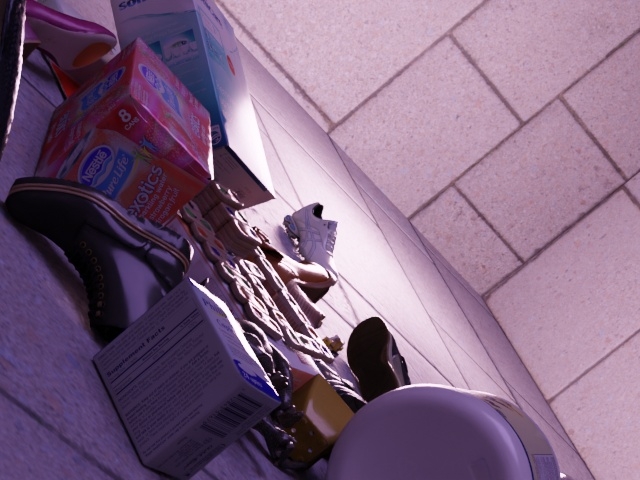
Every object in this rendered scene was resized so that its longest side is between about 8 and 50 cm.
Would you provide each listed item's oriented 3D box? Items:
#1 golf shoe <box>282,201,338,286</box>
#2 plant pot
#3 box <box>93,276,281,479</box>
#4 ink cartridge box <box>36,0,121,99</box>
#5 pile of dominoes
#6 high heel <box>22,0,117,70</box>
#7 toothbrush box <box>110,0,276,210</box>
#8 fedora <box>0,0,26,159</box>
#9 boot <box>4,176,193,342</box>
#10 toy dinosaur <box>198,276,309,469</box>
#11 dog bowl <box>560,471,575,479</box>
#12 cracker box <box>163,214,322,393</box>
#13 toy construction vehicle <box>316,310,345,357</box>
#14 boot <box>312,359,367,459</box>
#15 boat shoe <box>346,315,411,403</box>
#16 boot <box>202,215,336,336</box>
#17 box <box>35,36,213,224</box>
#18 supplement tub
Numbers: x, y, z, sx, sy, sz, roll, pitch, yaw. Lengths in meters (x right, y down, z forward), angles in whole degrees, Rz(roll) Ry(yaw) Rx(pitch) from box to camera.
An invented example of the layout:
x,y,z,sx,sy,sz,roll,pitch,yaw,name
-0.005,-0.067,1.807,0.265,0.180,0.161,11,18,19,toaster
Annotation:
x,y,z,sx,sy,sz,roll,pitch,yaw,name
0.000,0.000,2.689,0.069,0.086,0.176,42,14,-52,golf shoe
-0.014,0.219,1.775,0.081,0.081,0.083,50,18,-2,plant pot
-0.125,0.130,1.421,0.072,0.126,0.137,37,17,-52,box
-0.289,-0.207,2.194,0.275,0.060,0.239,41,12,-46,ink cartridge box
-0.077,0.031,1.889,0.251,0.040,0.196,54,12,26,pile of dominoes
-0.365,-0.288,1.998,0.117,0.082,0.244,56,31,12,high heel
-0.180,-0.203,2.146,0.216,0.126,0.296,50,23,-65,toothbrush box
-0.352,-0.161,1.243,0.152,0.334,0.334,9,31,-28,fedora
-0.232,0.026,1.518,0.197,0.077,0.137,21,52,-10,boot
-0.078,0.140,1.641,0.313,0.121,0.160,39,21,-41,toy dinosaur
0.350,0.469,2.059,0.349,0.102,0.349,60,-11,19,dog bowl
-0.106,0.088,1.870,0.232,0.067,0.155,55,11,24,cracker box
0.003,0.134,2.321,0.086,0.035,0.098,53,9,18,toy construction vehicle
0.016,0.215,1.977,0.161,0.083,0.246,50,0,35,boot
0.097,0.207,2.377,0.073,0.080,0.223,51,13,-31,boat shoe
-0.095,0.028,2.125,0.220,0.109,0.283,45,17,-8,boot
-0.229,-0.118,1.830,0.142,0.154,0.300,48,10,-18,box
0.156,0.292,1.802,0.235,0.235,0.325,53,9,16,supplement tub
